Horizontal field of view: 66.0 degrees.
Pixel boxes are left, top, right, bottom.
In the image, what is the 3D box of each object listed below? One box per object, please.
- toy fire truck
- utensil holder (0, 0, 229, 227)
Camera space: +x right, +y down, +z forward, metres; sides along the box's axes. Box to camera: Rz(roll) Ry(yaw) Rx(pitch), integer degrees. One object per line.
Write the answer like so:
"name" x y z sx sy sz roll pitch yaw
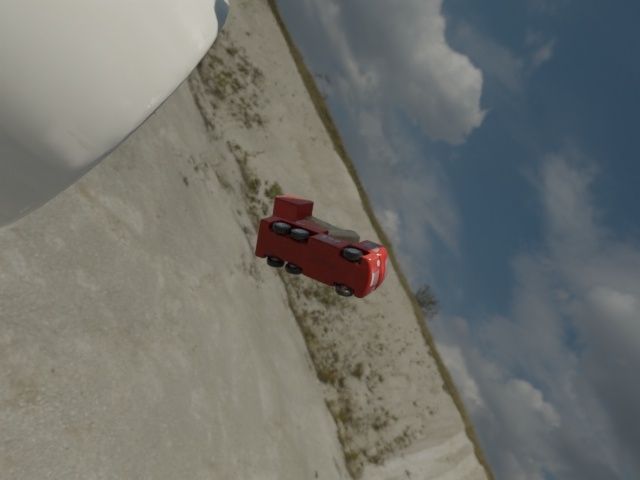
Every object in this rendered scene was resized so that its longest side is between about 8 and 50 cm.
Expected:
"toy fire truck" 0.000 0.000 0.561 0.192 0.135 0.047 20 -70 27
"utensil holder" -0.297 -0.240 0.333 0.385 0.328 0.327 48 6 -37
